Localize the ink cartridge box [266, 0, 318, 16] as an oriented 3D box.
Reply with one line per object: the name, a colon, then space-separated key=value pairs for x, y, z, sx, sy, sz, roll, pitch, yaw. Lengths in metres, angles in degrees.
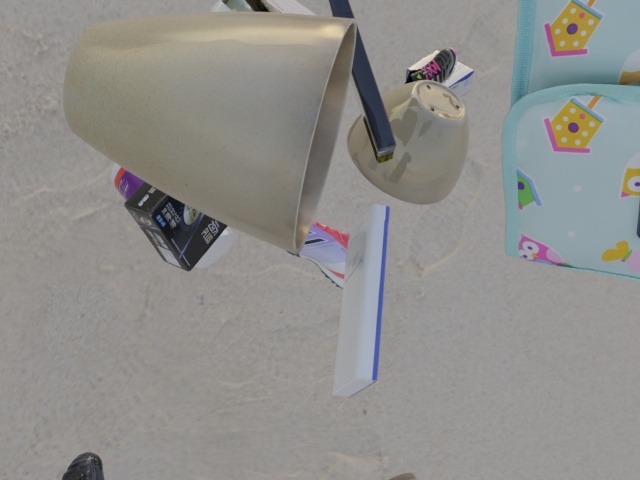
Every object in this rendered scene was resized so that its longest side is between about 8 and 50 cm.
ink cartridge box: x=-0.121 y=-0.587 z=1.737 sx=0.296 sy=0.066 sz=0.261 roll=29 pitch=28 yaw=-19

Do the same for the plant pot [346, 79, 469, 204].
plant pot: x=0.227 y=-0.249 z=1.547 sx=0.284 sy=0.191 sz=0.284 roll=15 pitch=49 yaw=-17

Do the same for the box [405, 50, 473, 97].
box: x=0.326 y=-0.442 z=1.869 sx=0.126 sy=0.072 sz=0.137 roll=-36 pitch=57 yaw=-25

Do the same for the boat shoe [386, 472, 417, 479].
boat shoe: x=0.039 y=0.360 z=0.776 sx=0.307 sy=0.111 sz=0.104 roll=-4 pitch=51 yaw=-52

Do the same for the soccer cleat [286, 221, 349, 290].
soccer cleat: x=0.000 y=0.000 z=1.588 sx=0.318 sy=0.116 sz=0.108 roll=37 pitch=17 yaw=-16

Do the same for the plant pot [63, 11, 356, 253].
plant pot: x=-0.124 y=-0.143 z=0.747 sx=0.274 sy=0.256 sz=0.256 roll=15 pitch=60 yaw=5

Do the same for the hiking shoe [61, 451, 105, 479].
hiking shoe: x=-0.373 y=0.465 z=1.158 sx=0.114 sy=0.086 sz=0.227 roll=-7 pitch=94 yaw=-61

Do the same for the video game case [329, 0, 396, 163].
video game case: x=0.075 y=-0.279 z=1.207 sx=0.035 sy=0.248 sz=0.275 roll=-18 pitch=90 yaw=5

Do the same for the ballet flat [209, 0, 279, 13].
ballet flat: x=-0.112 y=-0.305 z=1.109 sx=0.182 sy=0.164 sz=0.483 roll=49 pitch=13 yaw=-36

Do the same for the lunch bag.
lunch bag: x=0.235 y=-0.096 z=0.420 sx=0.160 sy=0.223 sz=0.262 roll=-1 pitch=99 yaw=-63

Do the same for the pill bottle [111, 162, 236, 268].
pill bottle: x=-0.354 y=-0.091 z=1.670 sx=0.181 sy=0.181 sz=0.323 roll=-33 pitch=75 yaw=-35

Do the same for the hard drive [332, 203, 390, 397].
hard drive: x=0.075 y=0.118 z=1.271 sx=0.040 sy=0.210 sz=0.319 roll=10 pitch=68 yaw=-8

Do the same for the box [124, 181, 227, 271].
box: x=-0.274 y=-0.053 z=1.335 sx=0.077 sy=0.180 sz=0.147 roll=19 pitch=59 yaw=32

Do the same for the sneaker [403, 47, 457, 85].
sneaker: x=0.255 y=-0.394 z=1.628 sx=0.075 sy=0.170 sz=0.063 roll=-8 pitch=63 yaw=-49
